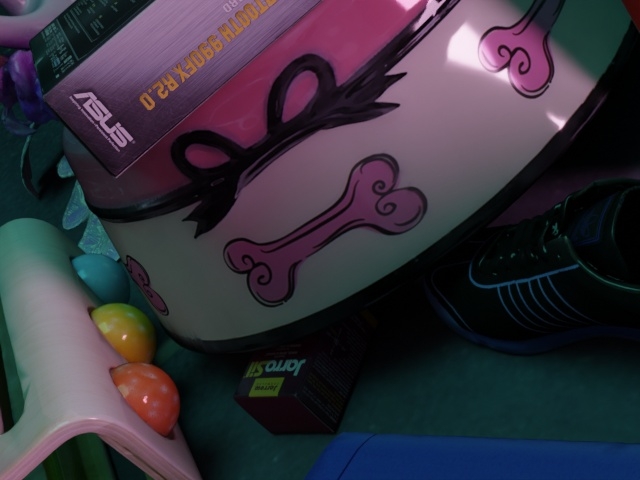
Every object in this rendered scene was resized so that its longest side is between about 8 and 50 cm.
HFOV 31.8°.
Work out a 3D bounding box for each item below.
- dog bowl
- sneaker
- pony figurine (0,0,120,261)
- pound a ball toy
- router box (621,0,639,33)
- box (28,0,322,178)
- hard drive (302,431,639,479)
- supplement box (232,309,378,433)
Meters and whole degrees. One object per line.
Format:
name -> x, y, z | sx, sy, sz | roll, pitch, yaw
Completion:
dog bowl -> 0.000, -0.123, 0.755 | 0.408, 0.150, 0.408 | -34, 25, 18
sneaker -> 0.133, 0.008, 0.571 | 0.232, 0.090, 0.081 | 2, 53, 47
pony figurine -> -0.222, -0.196, 1.006 | 0.351, 0.363, 0.303 | -58, 40, 4
pound a ball toy -> -0.181, 0.080, 0.707 | 0.136, 0.208, 0.319 | -42, 32, 1
router box -> 0.199, -0.269, 0.632 | 0.082, 0.301, 0.335 | -18, 40, 33
box -> -0.078, -0.138, 0.641 | 0.183, 0.056, 0.231 | -41, 23, -2
hard drive -> 0.060, 0.169, 0.439 | 0.319, 0.040, 0.210 | -11, 36, 53
supplement box -> -0.008, 0.072, 0.687 | 0.055, 0.043, 0.083 | -8, 46, 40
